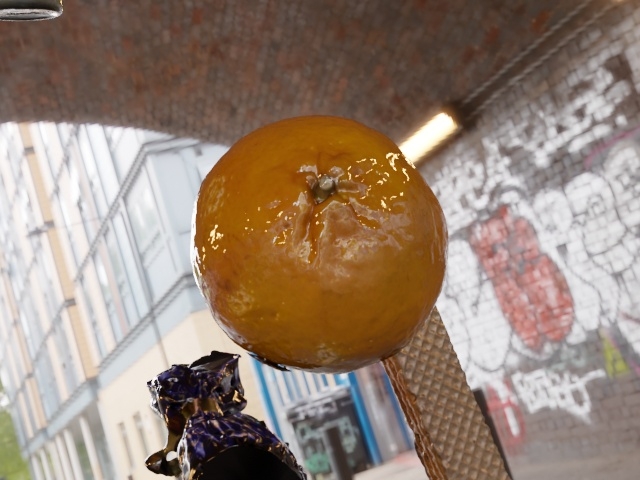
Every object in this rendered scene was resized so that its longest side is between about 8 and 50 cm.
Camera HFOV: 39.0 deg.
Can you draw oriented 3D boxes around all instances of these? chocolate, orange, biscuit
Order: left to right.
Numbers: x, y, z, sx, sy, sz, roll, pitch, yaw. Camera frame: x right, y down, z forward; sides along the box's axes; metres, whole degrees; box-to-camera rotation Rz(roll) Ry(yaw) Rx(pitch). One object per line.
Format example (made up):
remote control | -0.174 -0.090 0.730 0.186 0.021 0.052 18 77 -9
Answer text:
chocolate | -0.127 0.195 0.977 0.148 0.126 0.343 -33 26 -9
orange | 0.001 0.002 0.751 0.219 0.219 0.193 -14 -3 -23
biscuit | 0.143 0.190 1.156 0.094 0.378 0.054 -20 -6 -27

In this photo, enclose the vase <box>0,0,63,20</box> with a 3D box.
vase | -0.312 -0.335 0.911 0.086 0.214 0.086 -3 5 0
